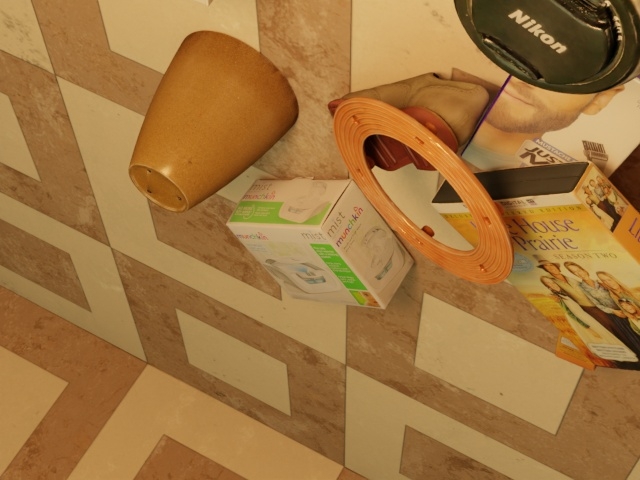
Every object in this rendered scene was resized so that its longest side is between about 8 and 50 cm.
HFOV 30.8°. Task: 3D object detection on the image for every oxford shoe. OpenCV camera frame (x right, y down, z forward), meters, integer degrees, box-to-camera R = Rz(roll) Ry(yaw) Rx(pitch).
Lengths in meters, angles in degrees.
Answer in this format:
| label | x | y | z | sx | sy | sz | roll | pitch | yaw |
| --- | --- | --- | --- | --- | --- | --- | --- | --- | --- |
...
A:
| label | x | y | z | sx | sy | sz | roll | pitch | yaw |
| --- | --- | --- | --- | --- | --- | --- | --- | --- | --- |
| oxford shoe | 0.129 | -0.183 | 1.719 | 0.123 | 0.130 | 0.348 | 55 | 164 | -26 |

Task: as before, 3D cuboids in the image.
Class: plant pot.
| label | x | y | z | sx | sy | sz | roll | pitch | yaw |
| --- | --- | --- | --- | --- | --- | --- | --- | --- | --- |
| plant pot | -0.203 | -0.178 | 1.938 | 0.237 | 0.254 | 0.237 | 27 | 153 | 15 |

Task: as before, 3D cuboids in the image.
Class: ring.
| label | x | y | z | sx | sy | sz | roll | pitch | yaw |
| --- | --- | --- | --- | --- | --- | --- | --- | --- | --- |
| ring | 0.147 | -0.072 | 1.632 | 0.336 | 0.032 | 0.336 | 41 | 162 | 16 |

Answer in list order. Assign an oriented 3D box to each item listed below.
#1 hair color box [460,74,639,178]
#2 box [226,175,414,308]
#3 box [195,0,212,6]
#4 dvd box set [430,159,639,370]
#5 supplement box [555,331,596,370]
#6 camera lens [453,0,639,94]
| label | x | y | z | sx | sy | sz | roll | pitch | yaw |
| --- | --- | --- | --- | --- | --- | --- | --- | --- | --- |
| hair color box | 0.330 | -0.176 | 1.526 | 0.185 | 0.110 | 0.339 | 32 | 152 | 4 |
| box | 0.000 | 0.000 | 2.158 | 0.262 | 0.127 | 0.231 | 4 | 143 | 45 |
| box | -0.160 | -0.444 | 1.526 | 0.119 | 0.181 | 0.182 | 25 | 152 | 17 |
| dvd box set | 0.391 | 0.050 | 1.662 | 0.420 | 0.062 | 0.308 | 42 | 158 | -24 |
| supplement box | 0.448 | 0.125 | 1.928 | 0.080 | 0.078 | 0.233 | 23 | 152 | 20 |
| camera lens | 0.277 | -0.303 | 1.183 | 0.219 | 0.274 | 0.219 | 26 | 153 | 15 |
